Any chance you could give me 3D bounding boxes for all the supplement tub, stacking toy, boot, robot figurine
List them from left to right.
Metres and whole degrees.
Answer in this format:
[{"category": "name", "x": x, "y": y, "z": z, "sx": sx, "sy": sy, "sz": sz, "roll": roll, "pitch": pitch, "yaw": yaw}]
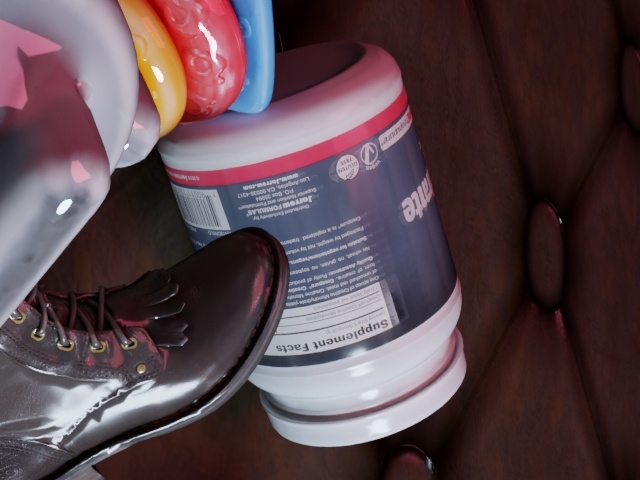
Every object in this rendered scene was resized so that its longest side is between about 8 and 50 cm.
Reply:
[{"category": "robot figurine", "x": -0.206, "y": -0.119, "z": 0.582, "sx": 0.300, "sy": 0.200, "sz": 0.353, "roll": 24, "pitch": 30, "yaw": -44}, {"category": "stacking toy", "x": -0.174, "y": -0.083, "z": 0.769, "sx": 0.302, "sy": 0.175, "sz": 0.166, "roll": -48, "pitch": 156, "yaw": -31}, {"category": "boot", "x": -0.160, "y": 0.043, "z": 0.715, "sx": 0.263, "sy": 0.091, "sz": 0.229, "roll": -41, "pitch": 139, "yaw": -2}, {"category": "supplement tub", "x": 0.000, "y": 0.000, "z": 0.987, "sx": 0.191, "sy": 0.191, "sz": 0.272, "roll": -46, "pitch": 125, "yaw": -51}]
